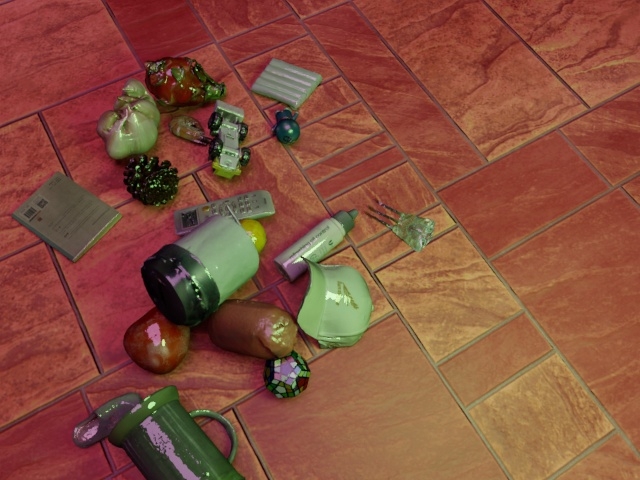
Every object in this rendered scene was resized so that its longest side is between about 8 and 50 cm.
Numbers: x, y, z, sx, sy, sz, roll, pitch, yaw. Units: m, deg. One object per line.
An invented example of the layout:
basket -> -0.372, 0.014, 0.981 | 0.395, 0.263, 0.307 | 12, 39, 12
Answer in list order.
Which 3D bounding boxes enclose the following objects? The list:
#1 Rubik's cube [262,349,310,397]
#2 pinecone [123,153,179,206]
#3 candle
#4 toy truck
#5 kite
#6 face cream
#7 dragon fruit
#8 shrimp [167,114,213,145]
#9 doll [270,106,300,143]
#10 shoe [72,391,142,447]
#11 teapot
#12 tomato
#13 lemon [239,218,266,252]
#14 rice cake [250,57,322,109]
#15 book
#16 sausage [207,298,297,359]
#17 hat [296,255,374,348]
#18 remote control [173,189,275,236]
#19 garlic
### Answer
Rubik's cube -> -0.093, 0.363, 1.474 | 0.133, 0.112, 0.133 | 0, 65, 0
pinecone -> -0.544, -0.198, 1.709 | 0.165, 0.163, 0.163 | 31, 66, 32
candle -> -0.301, 0.063, 1.478 | 0.221, 0.221, 0.342 | 37, 48, 15
toy truck -> -0.314, -0.335, 1.799 | 0.136, 0.111, 0.285 | 16, 50, -29
kite -> 0.258, -0.062, 1.745 | 0.229, 0.016, 0.127 | 32, 65, 9
face cream -> 0.000, 0.000, 1.664 | 0.311, 0.092, 0.092 | -38, 71, -19
dragon fruit -> -0.461, -0.547, 1.848 | 0.269, 0.200, 0.198 | -4, 76, -5
shrimp -> -0.440, -0.378, 1.863 | 0.180, 0.041, 0.099 | 28, 52, 13
doll -> -0.116, -0.389, 1.853 | 0.114, 0.085, 0.152 | -20, 55, 5
shoe -> -0.567, 0.472, 1.426 | 0.195, 0.078, 0.079 | -32, 69, -12
teapot -> -0.323, 0.541, 1.354 | 0.337, 0.200, 0.270 | 45, 38, 16
tomato -> -0.441, 0.271, 1.488 | 0.187, 0.151, 0.187 | 3, 63, -6
lemon -> -0.219, -0.008, 1.646 | 0.109, 0.109, 0.133 | 3, 39, 0
rice cake -> -0.124, -0.569, 1.959 | 0.198, 0.037, 0.189 | 29, 66, 11
book -> -0.804, -0.081, 1.711 | 0.283, 0.025, 0.215 | 34, 69, 14
sausage -> -0.188, 0.240, 1.473 | 0.280, 0.152, 0.152 | 6, 60, 33
hat -> 0.041, 0.148, 1.509 | 0.168, 0.301, 0.257 | -10, 64, 18
remote control -> -0.303, -0.080, 1.713 | 0.313, 0.055, 0.109 | -14, 49, -5
garlic -> -0.613, -0.391, 1.773 | 0.185, 0.203, 0.281 | 28, 62, -8
